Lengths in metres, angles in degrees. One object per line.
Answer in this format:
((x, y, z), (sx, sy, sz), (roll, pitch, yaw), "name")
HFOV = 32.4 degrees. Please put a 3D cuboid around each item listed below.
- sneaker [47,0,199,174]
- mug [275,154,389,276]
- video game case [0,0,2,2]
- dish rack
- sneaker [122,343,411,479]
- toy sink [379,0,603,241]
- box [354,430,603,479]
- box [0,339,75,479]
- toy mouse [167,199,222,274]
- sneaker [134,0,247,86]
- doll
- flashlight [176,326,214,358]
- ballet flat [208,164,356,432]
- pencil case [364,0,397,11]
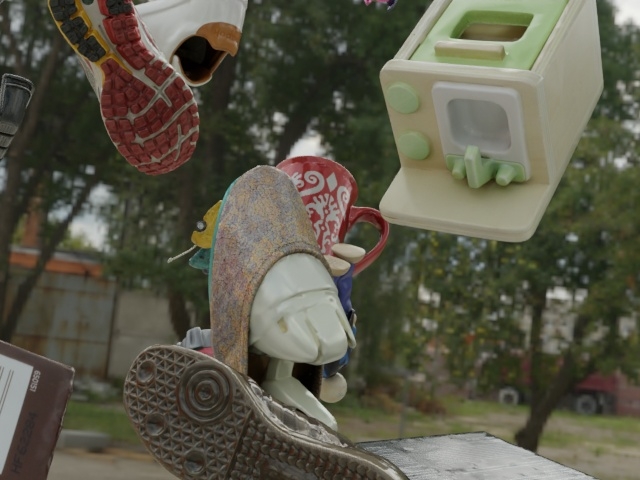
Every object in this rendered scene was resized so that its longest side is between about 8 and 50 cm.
((-0.182, -0.167, 1.041), (0.088, 0.225, 0.093), (-24, 24, -5), "sneaker")
((-0.005, -0.006, 1.311), (0.150, 0.169, 0.113), (-6, -45, 20), "mug")
((-0.277, -0.379, 1.111), (0.036, 0.329, 0.300), (46, -3, 2), "video game case")
((-0.531, -0.172, 1.447), (0.271, 0.074, 0.208), (11, -21, -23), "dish rack")
((-0.027, 0.121, 0.616), (0.188, 0.066, 0.071), (28, -5, 24), "sneaker")
((0.153, -0.131, 1.024), (0.153, 0.234, 0.131), (10, -42, 29), "toy sink")
((0.092, 0.212, 0.759), (0.261, 0.103, 0.184), (5, 5, -42), "box")
((-0.359, 0.220, 0.859), (0.191, 0.143, 0.381), (24, -50, -18), "box")
((-0.119, -0.007, 1.395), (0.031, 0.161, 0.143), (34, -12, 14), "toy mouse")
((-0.220, -0.271, 1.564), (0.106, 0.123, 0.290), (15, -19, -40), "sneaker")
((0.012, 0.103, 1.263), (0.046, 0.189, 0.129), (16, 29, 25), "doll")
((-0.156, 0.263, 1.584), (0.103, 0.304, 0.103), (-19, -49, 10), "flashlight")
((-0.025, 0.103, 0.841), (0.107, 0.316, 0.106), (-7, 15, -43), "ballet flat")
((0.037, -0.396, 1.437), (0.098, 0.095, 0.209), (-27, -45, 31), "pencil case")
